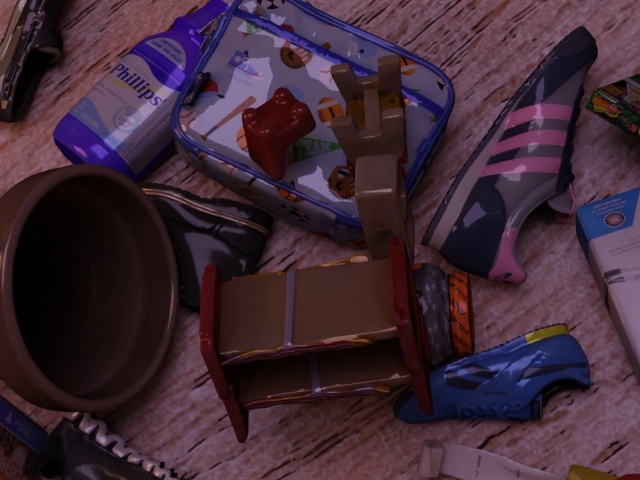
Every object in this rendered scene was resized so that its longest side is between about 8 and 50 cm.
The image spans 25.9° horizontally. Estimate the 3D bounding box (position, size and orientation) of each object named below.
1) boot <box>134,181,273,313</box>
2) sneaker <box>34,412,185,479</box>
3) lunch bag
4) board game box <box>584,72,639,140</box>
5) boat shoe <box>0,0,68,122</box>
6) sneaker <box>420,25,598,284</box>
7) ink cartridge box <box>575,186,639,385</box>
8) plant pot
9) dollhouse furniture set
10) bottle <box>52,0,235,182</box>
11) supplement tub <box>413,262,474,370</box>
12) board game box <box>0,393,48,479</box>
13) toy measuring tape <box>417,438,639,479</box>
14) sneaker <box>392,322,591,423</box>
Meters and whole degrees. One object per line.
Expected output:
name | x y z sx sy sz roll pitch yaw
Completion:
boot | -0.166 0.014 1.595 0.198 0.077 0.137 10 73 17
sneaker | -0.214 0.269 1.477 0.234 0.078 0.106 32 70 27
lunch bag | -0.012 -0.149 1.588 0.303 0.115 0.243 28 76 7
board game box | 0.426 -0.101 1.506 0.260 0.136 0.030 35 120 23
boat shoe | -0.359 -0.245 1.753 0.073 0.080 0.223 24 77 15
sneaker | 0.244 -0.090 1.554 0.131 0.112 0.319 34 78 6
ink cartridge box | 0.367 0.038 1.467 0.140 0.082 0.190 -18 64 2
plant pot | -0.323 0.054 1.518 0.229 0.263 0.263 -4 62 36
dollhouse furniture set | 0.000 0.000 1.415 0.201 0.152 0.374 -7 48 9
bottle | -0.190 -0.187 1.678 0.118 0.092 0.283 38 77 25
supplement tub | 0.067 0.085 1.487 0.191 0.117 0.117 -4 65 9
board game box | -0.454 0.304 1.465 0.232 0.141 0.291 5 65 17
toy measuring tape | 0.245 0.272 1.357 0.330 0.121 0.121 14 69 14
sneaker | 0.181 0.160 1.456 0.209 0.069 0.082 -21 67 1
